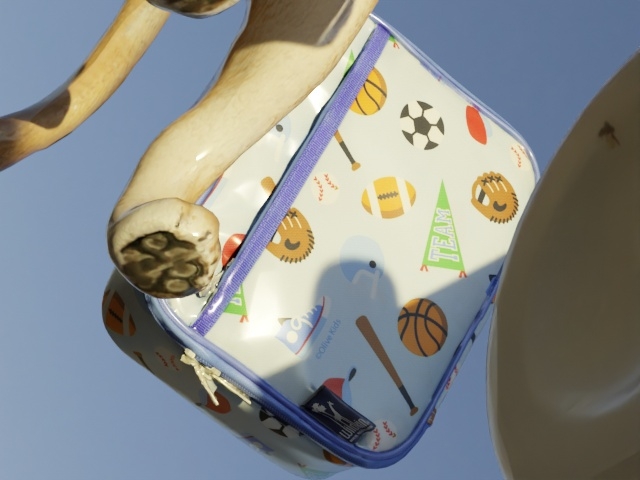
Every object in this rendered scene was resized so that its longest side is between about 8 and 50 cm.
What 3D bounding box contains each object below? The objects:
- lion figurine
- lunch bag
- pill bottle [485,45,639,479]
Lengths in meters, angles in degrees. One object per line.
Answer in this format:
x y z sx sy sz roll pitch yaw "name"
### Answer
0.059 -0.143 0.470 0.142 0.392 0.240 57 27 -37 "lion figurine"
0.000 0.000 1.111 0.243 0.303 0.115 40 -29 -16 "lunch bag"
0.159 0.040 0.366 0.121 0.221 0.121 -55 -158 36 "pill bottle"
